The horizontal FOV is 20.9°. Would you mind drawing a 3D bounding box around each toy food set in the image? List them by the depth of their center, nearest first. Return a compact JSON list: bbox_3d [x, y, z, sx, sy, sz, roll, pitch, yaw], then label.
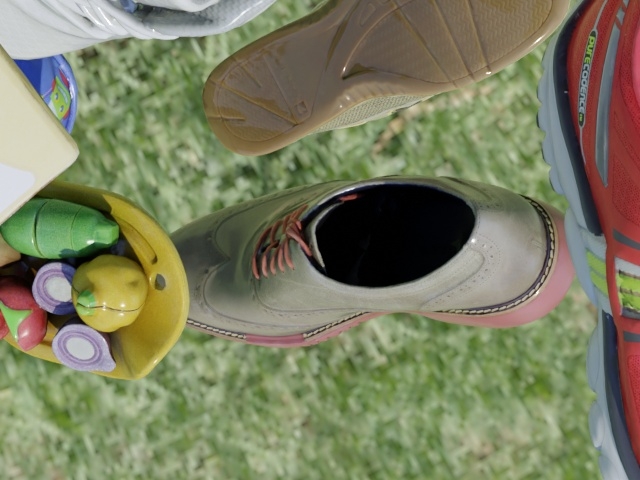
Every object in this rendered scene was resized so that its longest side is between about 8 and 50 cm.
[{"bbox_3d":[-0.192,0.028,1.101,0.071,0.218,0.128,-30,126,-56],"label":"toy food set"}]

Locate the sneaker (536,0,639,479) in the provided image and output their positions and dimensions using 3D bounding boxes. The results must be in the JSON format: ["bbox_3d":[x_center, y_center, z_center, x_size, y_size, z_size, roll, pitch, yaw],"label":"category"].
[{"bbox_3d":[0.157,0.020,0.655,0.107,0.279,0.118,-15,170,-19],"label":"sneaker"}]

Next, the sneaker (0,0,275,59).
[{"bbox_3d":[-0.066,-0.121,0.638,0.110,0.118,0.292,35,146,-27],"label":"sneaker"}]

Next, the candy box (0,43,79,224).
[{"bbox_3d":[-0.207,-0.130,0.426,0.087,0.183,0.316,-42,129,-12],"label":"candy box"}]

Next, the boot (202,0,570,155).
[{"bbox_3d":[0.069,-0.143,1.195,0.262,0.095,0.203,-24,-178,26],"label":"boot"}]

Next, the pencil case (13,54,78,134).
[{"bbox_3d":[-0.333,-0.125,1.307,0.133,0.306,0.119,-47,144,-42],"label":"pencil case"}]

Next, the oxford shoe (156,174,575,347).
[{"bbox_3d":[0.000,0.000,1.223,0.348,0.123,0.130,-8,160,34],"label":"oxford shoe"}]
